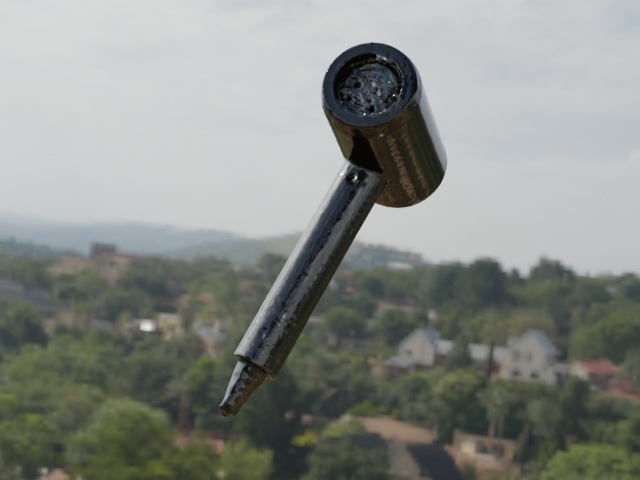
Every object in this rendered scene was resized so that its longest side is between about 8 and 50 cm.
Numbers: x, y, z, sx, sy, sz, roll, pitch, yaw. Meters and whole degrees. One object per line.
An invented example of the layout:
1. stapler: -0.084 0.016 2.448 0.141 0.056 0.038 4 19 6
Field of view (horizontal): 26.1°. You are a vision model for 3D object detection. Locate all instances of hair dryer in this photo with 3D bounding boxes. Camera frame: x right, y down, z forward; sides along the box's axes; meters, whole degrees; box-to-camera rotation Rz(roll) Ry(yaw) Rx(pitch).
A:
1. hair dryer: 0.000 0.000 0.900 0.070 0.255 0.128 23 -17 20
